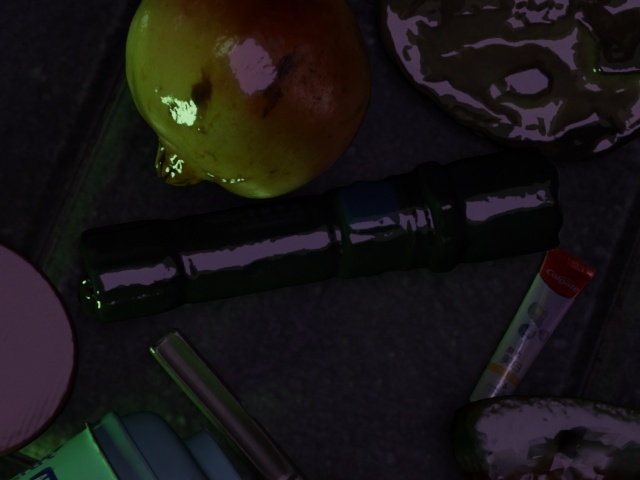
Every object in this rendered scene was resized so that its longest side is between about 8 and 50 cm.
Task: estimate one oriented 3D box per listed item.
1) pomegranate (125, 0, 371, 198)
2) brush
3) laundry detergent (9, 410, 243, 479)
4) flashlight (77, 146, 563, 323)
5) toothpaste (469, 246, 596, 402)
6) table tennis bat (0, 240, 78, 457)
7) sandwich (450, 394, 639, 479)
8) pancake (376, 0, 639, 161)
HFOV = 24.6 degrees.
[{"bbox_3d":[-0.061,-0.140,1.220,0.209,0.209,0.209,1,85,-8],"label":"pomegranate"},{"bbox_3d":[-0.078,0.154,1.274,0.034,0.027,0.190,-41,99,-6],"label":"brush"},{"bbox_3d":[-0.166,0.301,1.113,0.305,0.287,0.287,-34,90,-9],"label":"laundry detergent"},{"bbox_3d":[0.000,0.000,1.262,0.424,0.103,0.103,-11,86,-8],"label":"flashlight"},{"bbox_3d":[0.181,0.092,1.314,0.048,0.031,0.190,32,79,2],"label":"toothpaste"},{"bbox_3d":[-0.354,0.073,1.232,0.310,0.038,0.200,22,82,-6],"label":"table tennis bat"},{"bbox_3d":[0.202,0.277,1.215,0.251,0.162,0.301,19,90,1],"label":"sandwich"},{"bbox_3d":[0.203,-0.211,1.336,0.295,0.049,0.294,1,84,-5],"label":"pancake"}]
